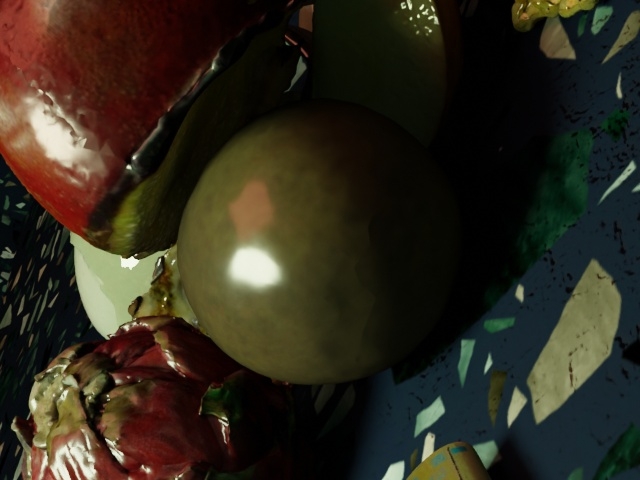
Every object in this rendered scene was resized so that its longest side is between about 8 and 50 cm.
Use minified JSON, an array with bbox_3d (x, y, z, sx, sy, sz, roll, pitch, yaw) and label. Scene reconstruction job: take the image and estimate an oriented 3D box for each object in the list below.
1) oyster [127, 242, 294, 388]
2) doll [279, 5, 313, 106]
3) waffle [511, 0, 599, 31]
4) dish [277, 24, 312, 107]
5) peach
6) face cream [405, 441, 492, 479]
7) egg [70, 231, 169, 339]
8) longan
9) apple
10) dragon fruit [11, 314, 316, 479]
[{"bbox_3d":[-0.094,0.031,1.683,0.096,0.221,0.361,142,150,-87],"label":"oyster"},{"bbox_3d":[0.024,-0.268,1.804,0.155,0.113,0.274,53,-131,-76],"label":"doll"},{"bbox_3d":[0.270,-0.326,1.360,0.238,0.059,0.243,-21,51,59],"label":"waffle"},{"bbox_3d":[-0.107,-0.177,1.648,0.273,0.134,0.273,-12,55,17],"label":"dish"},{"bbox_3d":[-0.179,-0.187,1.417,0.339,0.353,0.416,92,172,-65],"label":"peach"},{"bbox_3d":[0.116,0.283,1.053,0.139,0.067,0.285,-62,20,17],"label":"face cream"},{"bbox_3d":[-0.199,-0.003,1.852,0.336,0.278,0.278,-55,21,3],"label":"egg"},{"bbox_3d":[-0.004,-0.001,1.358,0.297,0.297,0.297,-52,25,36],"label":"longan"},{"bbox_3d":[0.068,-0.228,1.513,0.254,0.179,0.346,-135,40,-56],"label":"apple"},{"bbox_3d":[-0.162,0.241,1.470,0.329,0.329,0.329,-52,25,36],"label":"dragon fruit"}]
